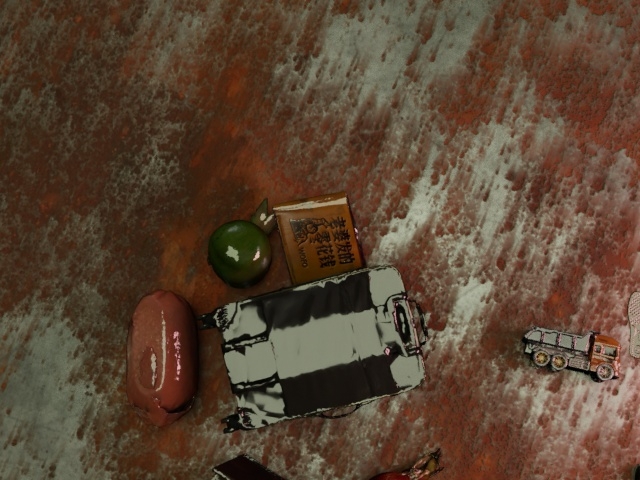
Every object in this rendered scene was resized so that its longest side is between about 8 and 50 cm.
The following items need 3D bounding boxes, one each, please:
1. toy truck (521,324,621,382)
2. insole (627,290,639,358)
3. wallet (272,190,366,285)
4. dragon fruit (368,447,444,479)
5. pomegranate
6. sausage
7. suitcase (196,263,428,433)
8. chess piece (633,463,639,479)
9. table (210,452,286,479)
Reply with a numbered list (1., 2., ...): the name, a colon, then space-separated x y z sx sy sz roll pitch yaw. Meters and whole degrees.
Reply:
1. toy truck: 0.494 0.219 1.802 0.192 0.083 0.092 12 79 10
2. insole: 0.637 0.169 1.830 0.045 0.002 0.134 4 83 9
3. wallet: 0.001 0.001 1.870 0.161 0.042 0.195 -12 115 2
4. dragon fruit: 0.154 0.502 1.807 0.246 0.125 0.125 -37 65 -15
5. pomegranate: -0.150 0.004 1.892 0.131 0.152 0.191 29 73 9
6. sausage: -0.326 0.241 1.880 0.152 0.152 0.279 -2 82 8
7. suitcase: -0.001 0.214 1.814 0.434 0.194 0.283 -15 84 5
8. chess piece: 0.687 0.464 1.761 0.149 0.059 0.059 3 83 1
9. table: -0.165 0.594 1.761 0.196 0.250 0.282 30 88 10
